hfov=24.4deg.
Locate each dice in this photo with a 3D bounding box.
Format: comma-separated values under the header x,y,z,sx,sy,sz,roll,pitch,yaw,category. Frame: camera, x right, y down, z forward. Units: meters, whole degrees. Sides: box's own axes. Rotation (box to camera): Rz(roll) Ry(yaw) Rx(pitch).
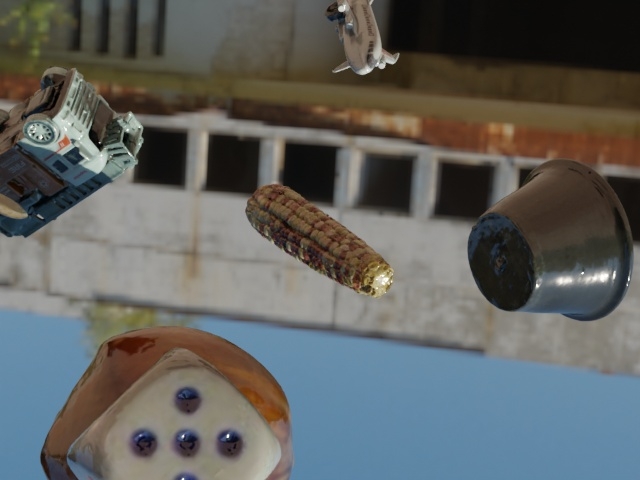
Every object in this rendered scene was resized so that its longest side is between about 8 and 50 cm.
x,y,z,sx,sy,sz,roll,pitch,yaw,category
-0.174,0.255,1.763,0.192,0.194,0.193,44,162,1,dice

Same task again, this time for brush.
x,y,z,sx,sy,sz,roll,pitch,yaw,category
-0.391,-0.060,1.631,0.196,0.021,0.070,29,-152,-49,brush

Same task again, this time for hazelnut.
x,y,z,sx,sy,sz,roll,pitch,yaw,category
-0.217,0.303,2.137,0.372,0.372,0.315,2,-138,-10,hazelnut

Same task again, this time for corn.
x,y,z,sx,sy,sz,roll,pitch,yaw,category
0.000,0.000,1.931,0.237,0.080,0.079,32,-155,34,corn

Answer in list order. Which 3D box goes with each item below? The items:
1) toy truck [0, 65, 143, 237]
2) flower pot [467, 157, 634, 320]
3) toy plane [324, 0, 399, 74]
x,y,z,sx,sy,sz,roll,pitch,yaw,category
-0.418,-0.127,2.250,0.338,0.184,0.133,-28,-145,31,toy truck
0.301,0.015,2.061,0.148,0.235,0.235,-16,-161,-32,flower pot
0.046,-0.253,1.784,0.065,0.162,0.171,-19,-139,25,toy plane
